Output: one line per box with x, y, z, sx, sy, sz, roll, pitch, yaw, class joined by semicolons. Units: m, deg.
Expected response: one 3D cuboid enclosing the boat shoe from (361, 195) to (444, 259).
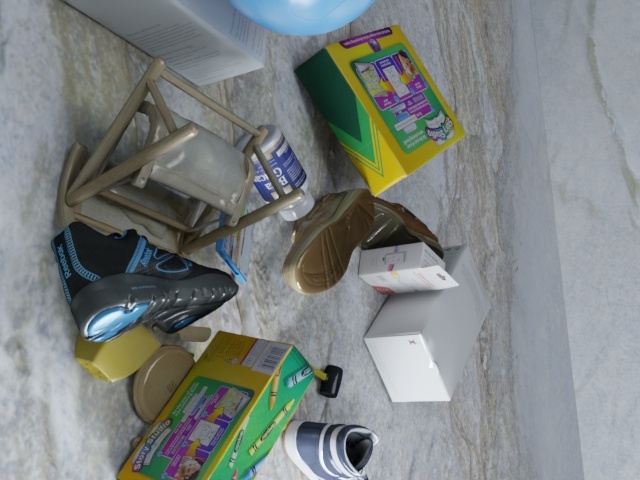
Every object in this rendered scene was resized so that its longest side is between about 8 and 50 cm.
0.157;-0.032;1.791;0.307;0.110;0.105;34;27;-40;boat shoe

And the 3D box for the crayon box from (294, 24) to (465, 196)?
0.146;-0.299;1.735;0.313;0.106;0.363;58;37;-2;crayon box

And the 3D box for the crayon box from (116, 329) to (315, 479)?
-0.149;0.270;1.145;0.278;0.165;0.081;-56;131;-29;crayon box

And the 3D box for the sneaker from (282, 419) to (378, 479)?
0.061;0.432;1.484;0.282;0.153;0.099;52;44;-37;sneaker

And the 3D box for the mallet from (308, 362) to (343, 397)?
-0.024;0.254;1.509;0.189;0.039;0.062;31;61;-44;mallet

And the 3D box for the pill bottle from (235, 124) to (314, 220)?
-0.079;-0.121;1.446;0.169;0.094;0.094;58;40;-31;pill bottle

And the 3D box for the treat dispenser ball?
-0.029;-0.448;1.144;0.288;0.288;0.288;17;69;-54;treat dispenser ball

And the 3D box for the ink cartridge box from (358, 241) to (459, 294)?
0.198;0.062;1.728;0.115;0.198;0.067;38;53;-47;ink cartridge box

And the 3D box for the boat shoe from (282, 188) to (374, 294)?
0.000;0.000;1.529;0.341;0.110;0.122;-46;132;-54;boat shoe

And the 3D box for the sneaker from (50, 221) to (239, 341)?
-0.220;0.044;1.048;0.140;0.125;0.341;58;12;14;sneaker

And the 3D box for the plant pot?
-0.291;0.149;1.088;0.083;0.081;0.082;-56;129;-31;plant pot

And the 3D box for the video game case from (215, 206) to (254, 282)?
-0.144;-0.010;1.335;0.166;0.015;0.119;69;26;-67;video game case

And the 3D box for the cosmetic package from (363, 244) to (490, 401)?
0.263;0.188;1.839;0.365;0.155;0.197;-49;123;-48;cosmetic package

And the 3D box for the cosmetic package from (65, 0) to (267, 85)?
-0.249;-0.424;1.205;0.385;0.156;0.217;28;60;-50;cosmetic package

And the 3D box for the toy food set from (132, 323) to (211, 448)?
-0.237;0.221;1.197;0.132;0.038;0.192;16;81;-49;toy food set

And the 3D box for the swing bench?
-0.211;-0.081;1.143;0.253;0.254;0.165;28;26;-51;swing bench
